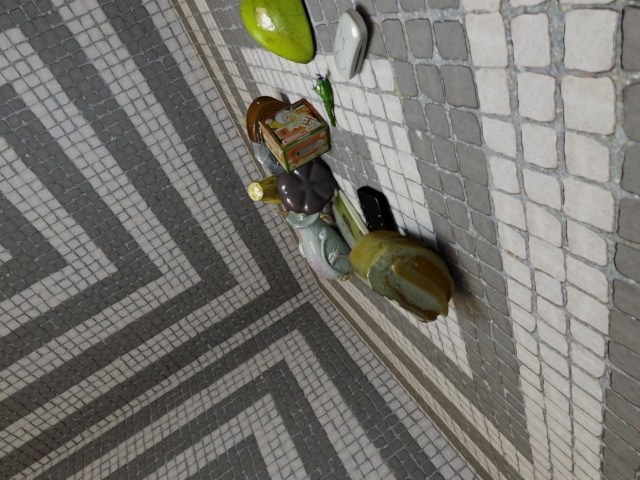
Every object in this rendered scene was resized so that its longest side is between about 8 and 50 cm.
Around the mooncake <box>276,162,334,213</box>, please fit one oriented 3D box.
[{"bbox_3d":[-0.063,-0.226,1.757,0.244,0.245,0.133,59,174,-4],"label":"mooncake"}]

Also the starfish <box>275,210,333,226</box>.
[{"bbox_3d":[-0.044,-0.110,2.266,0.302,0.084,0.294,18,173,-40],"label":"starfish"}]

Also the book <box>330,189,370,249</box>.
[{"bbox_3d":[0.126,-0.075,1.884,0.239,0.035,0.352,59,171,9],"label":"book"}]

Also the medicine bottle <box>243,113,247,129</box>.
[{"bbox_3d":[-0.232,-0.487,2.027,0.322,0.151,0.151,56,170,12],"label":"medicine bottle"}]

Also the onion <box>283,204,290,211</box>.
[{"bbox_3d":[-0.153,-0.252,2.382,0.159,0.160,0.194,156,93,-80],"label":"onion"}]

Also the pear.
[{"bbox_3d":[-0.125,-0.616,1.229,0.239,0.139,0.288,53,174,-21],"label":"pear"}]

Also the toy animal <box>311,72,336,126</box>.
[{"bbox_3d":[0.010,-0.451,1.309,0.075,0.041,0.217,51,172,29],"label":"toy animal"}]

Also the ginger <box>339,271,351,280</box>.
[{"bbox_3d":[0.030,0.071,2.432,0.236,0.166,0.375,12,129,66],"label":"ginger"}]

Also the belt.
[{"bbox_3d":[-0.197,-0.442,1.786,0.122,0.217,0.338,45,153,50],"label":"belt"}]

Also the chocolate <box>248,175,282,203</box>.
[{"bbox_3d":[-0.189,-0.248,1.932,0.162,0.162,0.445,57,-155,7],"label":"chocolate"}]

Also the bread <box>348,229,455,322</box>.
[{"bbox_3d":[0.249,0.087,1.301,0.301,0.210,0.341,37,180,-12],"label":"bread"}]

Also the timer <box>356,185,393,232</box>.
[{"bbox_3d":[0.197,-0.094,1.445,0.144,0.055,0.187,39,154,57],"label":"timer"}]

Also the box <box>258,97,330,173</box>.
[{"bbox_3d":[-0.093,-0.388,1.529,0.177,0.195,0.148,54,169,27],"label":"box"}]

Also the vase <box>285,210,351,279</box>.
[{"bbox_3d":[0.000,0.000,2.080,0.250,0.250,0.445,46,170,50],"label":"vase"}]

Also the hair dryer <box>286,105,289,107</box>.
[{"bbox_3d":[-0.090,-0.471,1.708,0.106,0.054,0.154,56,175,39],"label":"hair dryer"}]

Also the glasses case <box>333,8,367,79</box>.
[{"bbox_3d":[0.068,-0.455,0.976,0.076,0.049,0.197,56,170,7],"label":"glasses case"}]
